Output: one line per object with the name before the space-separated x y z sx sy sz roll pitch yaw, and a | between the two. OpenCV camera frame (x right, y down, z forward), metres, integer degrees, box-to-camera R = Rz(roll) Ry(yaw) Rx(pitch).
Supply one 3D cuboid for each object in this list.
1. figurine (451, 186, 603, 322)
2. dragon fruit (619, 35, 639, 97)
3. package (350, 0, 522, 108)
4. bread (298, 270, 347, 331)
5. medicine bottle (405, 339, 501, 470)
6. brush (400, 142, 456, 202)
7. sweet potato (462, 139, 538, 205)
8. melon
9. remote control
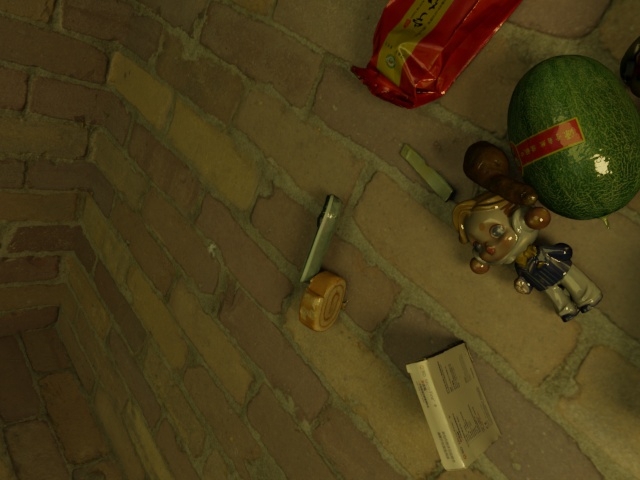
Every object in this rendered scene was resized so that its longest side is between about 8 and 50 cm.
figurine | 0.370 0.010 0.765 0.274 0.133 0.193 35 144 32
dragon fruit | 0.542 -0.270 0.554 0.273 0.198 0.218 -9 76 40
package | 0.250 -0.461 0.853 0.423 0.123 0.195 -52 58 30
bread | 0.007 0.156 1.081 0.073 0.122 0.149 23 107 35
medicine bottle | 0.263 0.310 0.834 0.052 0.171 0.200 -31 73 40
brush | 0.235 -0.151 0.940 0.178 0.030 0.033 58 141 35
sweet potato | 0.298 -0.124 0.759 0.074 0.075 0.269 -57 17 26
melon | 0.407 -0.154 0.691 0.182 0.182 0.287 -25 77 38
remote control | 0.000 0.000 1.102 0.052 0.104 0.247 19 110 -4
